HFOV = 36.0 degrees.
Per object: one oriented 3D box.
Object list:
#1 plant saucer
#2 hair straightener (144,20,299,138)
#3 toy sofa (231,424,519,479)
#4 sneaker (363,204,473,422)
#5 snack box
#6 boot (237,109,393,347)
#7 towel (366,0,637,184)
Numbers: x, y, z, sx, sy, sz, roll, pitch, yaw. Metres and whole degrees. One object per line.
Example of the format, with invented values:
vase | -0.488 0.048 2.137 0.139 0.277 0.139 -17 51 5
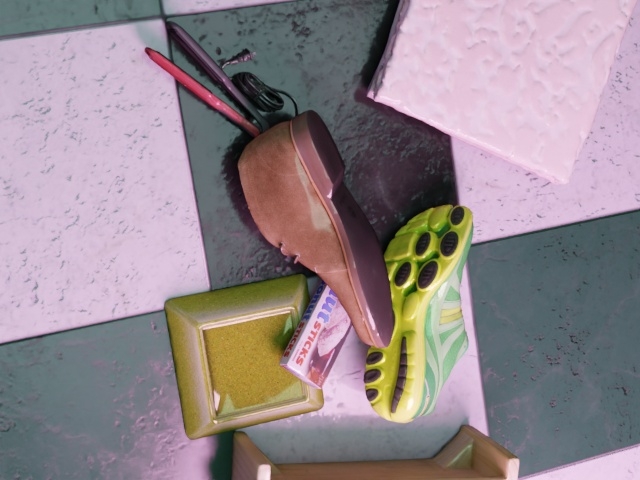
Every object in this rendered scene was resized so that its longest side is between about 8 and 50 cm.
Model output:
plant saucer | -0.089 0.152 1.252 0.188 0.045 0.188 -11 100 -16
hair straightener | -0.099 -0.192 1.203 0.230 0.047 0.089 37 86 -18
toy sofa | 0.064 0.345 1.270 0.363 0.150 0.177 3 95 -18
sneaker | 0.137 0.094 1.298 0.123 0.109 0.295 26 79 -53
snack box | 0.013 0.096 1.257 0.064 0.022 0.178 39 67 -28
boot | 0.000 0.000 1.215 0.115 0.112 0.305 -21 97 18
towel | 0.252 -0.279 1.299 0.317 0.053 0.331 20 90 -18
